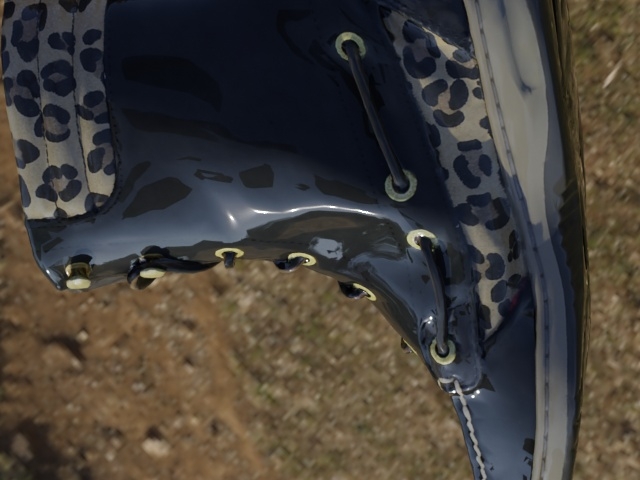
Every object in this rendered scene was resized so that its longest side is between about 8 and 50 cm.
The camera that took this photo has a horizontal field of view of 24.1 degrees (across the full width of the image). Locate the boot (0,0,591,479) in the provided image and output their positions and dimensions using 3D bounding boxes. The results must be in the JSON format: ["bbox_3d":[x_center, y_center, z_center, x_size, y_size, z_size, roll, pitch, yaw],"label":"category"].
[{"bbox_3d":[0.000,0.000,0.816,0.284,0.138,0.377,-2,123,13],"label":"boot"}]
